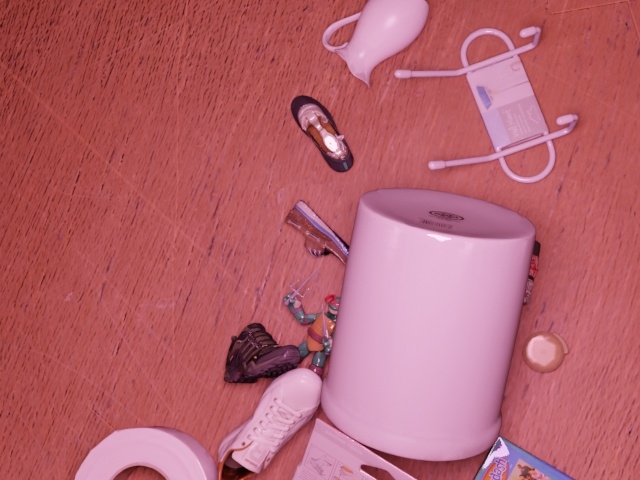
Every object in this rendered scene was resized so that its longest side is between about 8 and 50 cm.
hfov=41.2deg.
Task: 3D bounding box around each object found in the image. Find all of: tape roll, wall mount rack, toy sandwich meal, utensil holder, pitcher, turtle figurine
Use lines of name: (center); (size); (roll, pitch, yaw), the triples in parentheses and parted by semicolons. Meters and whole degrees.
tape roll: (-0.342, 0.510, 1.679); (0.286, 0.100, 0.286); (-2, 80, 9)
wall mount rack: (0.329, -0.274, 1.704); (0.304, 0.130, 0.349); (-19, 76, 5)
toy sandwich meal: (0.434, 0.214, 1.649); (0.086, 0.029, 0.085); (-1, 83, 12)
utensil holder: (0.187, 0.130, 1.486); (0.328, 0.327, 0.385); (12, 107, 11)
pitcher: (0.111, -0.451, 1.785); (0.207, 0.125, 0.178); (-48, 61, 9)
turtle figurine: (-0.006, 0.187, 1.672); (0.175, 0.118, 0.234); (34, 101, 52)

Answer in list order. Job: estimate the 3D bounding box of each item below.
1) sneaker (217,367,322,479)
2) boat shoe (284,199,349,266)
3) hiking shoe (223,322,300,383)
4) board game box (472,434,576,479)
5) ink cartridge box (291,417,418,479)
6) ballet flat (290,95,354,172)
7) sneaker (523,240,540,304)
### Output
sneaker: (-0.094, 0.368, 1.607); (0.106, 0.123, 0.290); (34, 113, -13)
boat shoe: (0.000, 0.000, 1.743); (0.066, 0.066, 0.183); (-46, 66, 4)
hiking shoe: (-0.123, 0.213, 1.656); (0.227, 0.086, 0.114); (-22, 68, 48)
board game box: (0.389, 0.487, 1.594); (0.210, 0.047, 0.160); (30, 86, 13)
ink cartridge box: (0.092, 0.463, 1.481); (0.296, 0.066, 0.261); (29, 121, 17)
ballet flat: (0.003, -0.233, 1.778); (0.074, 0.074, 0.203); (-34, 76, 1)
sneaker: (0.291, 0.050, 1.641); (0.270, 0.090, 0.144); (11, 83, -10)
